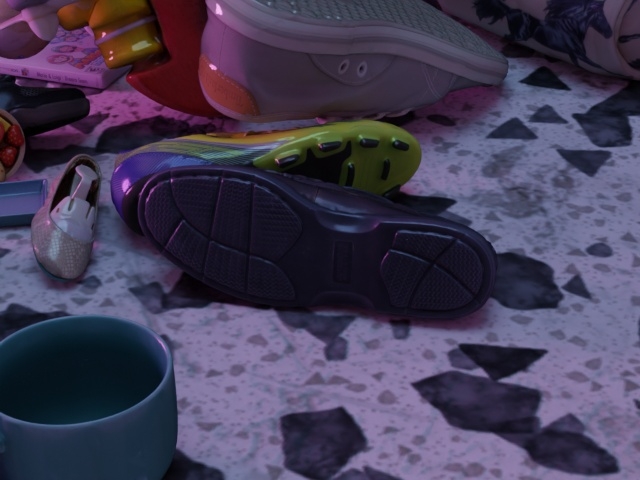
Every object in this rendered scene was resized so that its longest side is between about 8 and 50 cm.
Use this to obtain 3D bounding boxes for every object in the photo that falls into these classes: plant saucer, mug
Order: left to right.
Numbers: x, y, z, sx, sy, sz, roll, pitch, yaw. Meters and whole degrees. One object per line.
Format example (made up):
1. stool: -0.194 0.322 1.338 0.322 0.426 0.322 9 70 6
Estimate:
1. plant saucer: -0.347 -0.027 1.308 0.192 0.018 0.067 -5 31 -8
2. mug: -0.175 0.127 0.967 0.157 0.097 0.129 -6 32 -7

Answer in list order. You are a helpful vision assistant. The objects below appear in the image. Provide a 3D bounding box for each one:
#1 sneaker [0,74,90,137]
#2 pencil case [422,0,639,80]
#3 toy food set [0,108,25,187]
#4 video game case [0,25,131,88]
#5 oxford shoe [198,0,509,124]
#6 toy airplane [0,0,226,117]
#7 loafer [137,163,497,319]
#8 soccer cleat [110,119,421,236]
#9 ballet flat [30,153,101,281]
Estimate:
1. sneaker: -0.347 -0.159 1.413 0.227 0.130 0.087 -5 -2 -7
2. pencil case: 0.252 -0.312 1.635 0.183 0.160 0.410 -37 44 -24
3. toy food set: -0.324 -0.090 1.355 0.082 0.020 0.083 38 83 2
4. video game case: -0.274 -0.219 1.627 0.143 0.019 0.157 10 33 18
5. oxford shoe: 0.033 -0.180 1.410 0.169 0.130 0.449 36 24 28
6. toy airplane: -0.256 -0.304 1.435 0.272 0.386 0.384 -39 54 6
7. loafer: 0.000 0.000 1.195 0.302 0.109 0.095 12 14 10
8. soccer cleat: -0.051 -0.074 1.302 0.289 0.093 0.121 -11 37 -15
9. ballet flat: -0.221 -0.027 1.258 0.057 0.052 0.168 24 25 -20
